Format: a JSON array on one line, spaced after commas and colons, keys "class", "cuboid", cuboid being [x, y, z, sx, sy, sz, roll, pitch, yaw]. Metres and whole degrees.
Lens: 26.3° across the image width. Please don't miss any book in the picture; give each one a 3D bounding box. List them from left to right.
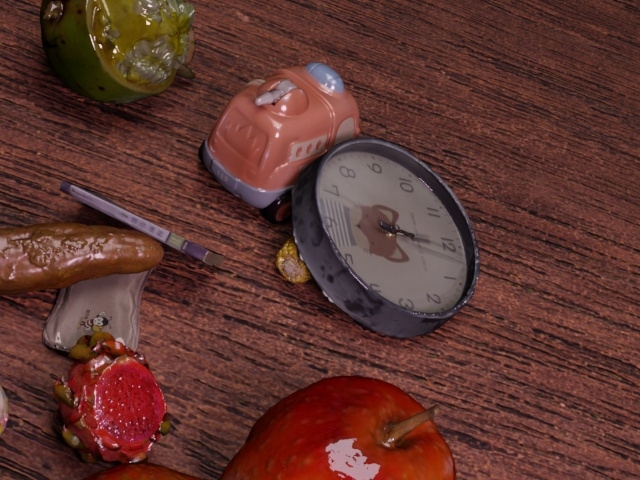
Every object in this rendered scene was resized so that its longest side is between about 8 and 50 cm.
[{"class": "book", "cuboid": [-0.252, -0.021, 1.953, 0.231, 0.026, 0.157, 26, 0, 6]}]

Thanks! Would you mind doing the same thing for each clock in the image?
[{"class": "clock", "cuboid": [0.103, -0.009, 2.082, 0.325, 0.067, 0.325, 21, 50, -27]}]

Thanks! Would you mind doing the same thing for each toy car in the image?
[{"class": "toy car", "cuboid": [-0.050, -0.175, 2.165, 0.180, 0.212, 0.270, 41, 40, 22]}]

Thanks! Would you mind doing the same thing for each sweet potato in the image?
[{"class": "sweet potato", "cuboid": [-0.388, 0.025, 1.826, 0.355, 0.095, 0.106, 2, 29, -5]}]

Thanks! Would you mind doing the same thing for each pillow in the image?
[{"class": "pillow", "cuboid": [-0.301, 0.076, 1.871, 0.131, 0.038, 0.232, 9, 40, -3]}]

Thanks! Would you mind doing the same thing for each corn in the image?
[{"class": "corn", "cuboid": [0.000, 0.000, 2.098, 0.072, 0.072, 0.203, 34, 37, 12]}]

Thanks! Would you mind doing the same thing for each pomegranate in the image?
[{"class": "pomegranate", "cuboid": [-0.313, -0.342, 2.223, 0.260, 0.260, 0.341, 49, 13, 29]}]

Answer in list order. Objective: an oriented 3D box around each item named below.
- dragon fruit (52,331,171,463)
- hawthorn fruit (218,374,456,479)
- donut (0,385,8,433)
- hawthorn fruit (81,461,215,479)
[{"class": "dragon fruit", "cuboid": [-0.265, 0.186, 1.694, 0.133, 0.150, 0.207, 33, 19, -41]}, {"class": "hawthorn fruit", "cuboid": [0.040, 0.278, 1.578, 0.287, 0.330, 0.287, 22, 41, -21]}, {"class": "donut", "cuboid": [-0.429, 0.217, 1.611, 0.108, 0.065, 0.166, 28, 37, 5]}, {"class": "hawthorn fruit", "cuboid": [-0.177, 0.406, 1.351, 0.285, 0.284, 0.369, 13, 50, -14]}]
